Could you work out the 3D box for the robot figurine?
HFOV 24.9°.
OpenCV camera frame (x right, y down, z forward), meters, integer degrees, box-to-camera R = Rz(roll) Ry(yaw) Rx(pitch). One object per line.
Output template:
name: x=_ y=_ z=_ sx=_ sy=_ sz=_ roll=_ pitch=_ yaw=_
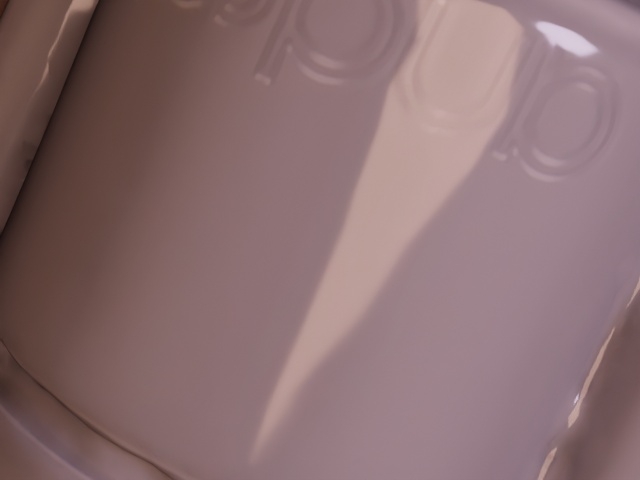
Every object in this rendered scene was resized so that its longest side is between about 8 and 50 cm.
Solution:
robot figurine: x=0.000 y=0.000 z=0.490 sx=0.300 sy=0.200 sz=0.353 roll=29 pitch=104 yaw=22
